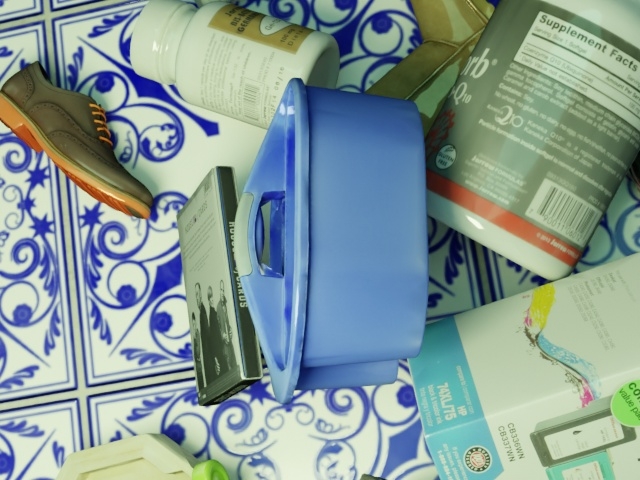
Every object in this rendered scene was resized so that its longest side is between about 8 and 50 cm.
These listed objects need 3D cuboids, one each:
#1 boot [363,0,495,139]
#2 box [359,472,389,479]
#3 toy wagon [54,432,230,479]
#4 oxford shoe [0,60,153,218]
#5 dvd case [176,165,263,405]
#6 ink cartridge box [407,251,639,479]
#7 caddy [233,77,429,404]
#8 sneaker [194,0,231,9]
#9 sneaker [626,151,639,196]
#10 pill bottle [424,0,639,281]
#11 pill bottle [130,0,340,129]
[{"bbox_3d":[0.089,-0.197,1.415,0.269,0.089,0.236,-44,73,0],"label":"boot"},{"bbox_3d":[0.054,0.338,1.223,0.056,0.231,0.183,20,81,18],"label":"box"},{"bbox_3d":[-0.204,0.396,1.326,0.267,0.068,0.344,-18,75,22],"label":"toy wagon"},{"bbox_3d":[-0.295,-0.128,1.473,0.271,0.097,0.098,38,81,17],"label":"oxford shoe"},{"bbox_3d":[-0.119,0.056,1.357,0.029,0.179,0.239,-2,75,-22],"label":"dvd case"},{"bbox_3d":[0.247,0.174,1.203,0.270,0.197,0.198,-20,115,6],"label":"ink cartridge box"},{"bbox_3d":[0.000,0.000,1.233,0.179,0.241,0.341,3,69,-8],"label":"caddy"},{"bbox_3d":[-0.155,-0.394,1.524,0.094,0.080,0.212,-27,80,-8],"label":"sneaker"},{"bbox_3d":[0.383,-0.054,1.328,0.072,0.077,0.178,-30,74,4],"label":"sneaker"},{"bbox_3d":[0.256,-0.157,1.283,0.210,0.210,0.363,29,93,16],"label":"pill bottle"},{"bbox_3d":[-0.104,-0.214,1.434,0.229,0.131,0.131,20,82,15],"label":"pill bottle"}]
